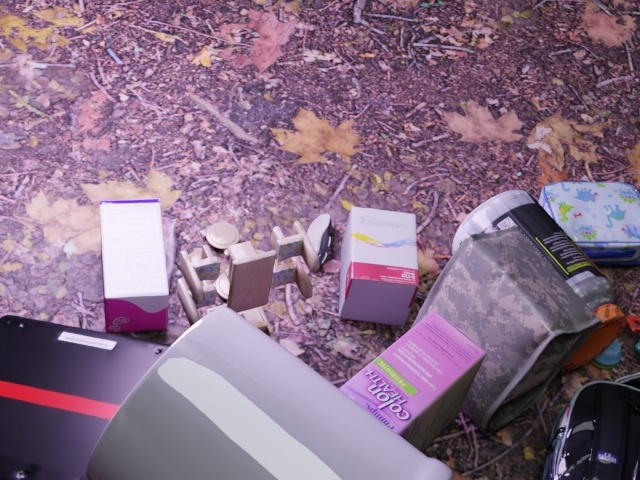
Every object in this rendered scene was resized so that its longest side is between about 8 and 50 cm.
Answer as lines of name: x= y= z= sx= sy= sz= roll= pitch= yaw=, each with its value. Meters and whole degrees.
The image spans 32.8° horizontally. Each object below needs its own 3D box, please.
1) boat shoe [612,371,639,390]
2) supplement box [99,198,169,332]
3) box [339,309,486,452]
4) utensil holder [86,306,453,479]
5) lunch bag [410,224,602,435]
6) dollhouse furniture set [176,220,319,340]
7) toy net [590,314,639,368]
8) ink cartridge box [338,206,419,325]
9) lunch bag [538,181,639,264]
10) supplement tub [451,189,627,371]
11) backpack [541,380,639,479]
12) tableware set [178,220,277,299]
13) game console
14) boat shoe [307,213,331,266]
boat shoe: x=0.635 y=0.266 z=1.895 sx=0.301 sy=0.102 sz=0.108 roll=-3 pitch=70 yaw=3
supplement box: x=-0.333 y=0.044 z=1.934 sx=0.114 sy=0.111 sz=0.220 roll=-3 pitch=51 yaw=-13
box: x=0.129 y=0.270 z=1.765 sx=0.117 sy=0.213 sz=0.243 roll=39 pitch=55 yaw=21
utensil holder: x=-0.072 y=0.324 z=1.464 sx=0.385 sy=0.327 sz=0.327 roll=36 pitch=53 yaw=10
lunch bag: x=0.296 y=0.160 z=1.858 sx=0.169 sy=0.287 sz=0.235 roll=-9 pitch=51 yaw=-44
dollhouse furniture set: x=-0.114 y=0.120 z=1.826 sx=0.212 sy=0.242 sz=0.161 roll=-14 pitch=55 yaw=-21
toy net: x=0.614 y=0.214 z=2.021 sx=0.232 sy=0.045 sz=0.122 roll=24 pitch=48 yaw=7
ink cartridge box: x=0.106 y=0.046 z=2.006 sx=0.127 sy=0.128 sz=0.176 roll=6 pitch=50 yaw=-6
lunch bag: x=0.547 y=-0.031 z=2.182 sx=0.219 sy=0.090 sz=0.176 roll=-1 pitch=50 yaw=-12
supplement tub: x=0.401 y=0.074 z=1.996 sx=0.194 sy=0.193 sz=0.316 roll=-20 pitch=56 yaw=-25
backpack: x=0.475 y=0.365 z=1.766 sx=0.225 sy=0.191 sz=0.253 roll=18 pitch=57 yaw=2
tableware set: x=-0.173 y=0.040 z=2.029 sx=0.169 sy=0.020 sz=0.141 roll=36 pitch=55 yaw=17
game console: x=-0.426 y=0.272 z=1.701 sx=0.387 sy=0.060 sz=0.342 roll=8 pitch=42 yaw=19
boat shoe: x=0.000 y=0.000 z=2.084 sx=0.046 sy=0.038 sz=0.125 roll=-20 pitch=35 yaw=28
